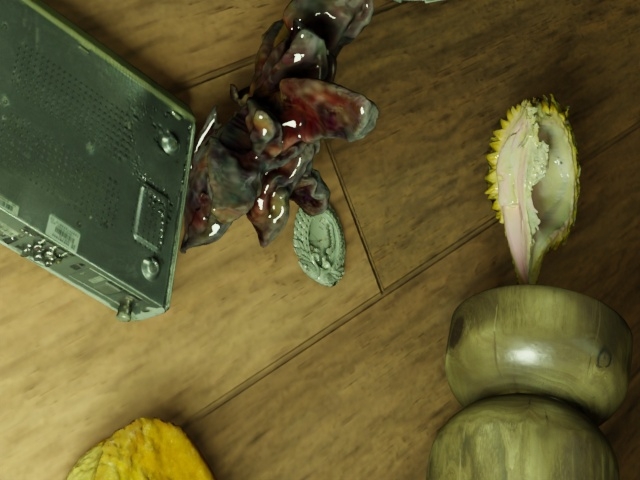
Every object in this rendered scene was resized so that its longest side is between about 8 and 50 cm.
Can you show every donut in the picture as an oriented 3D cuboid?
[{"bbox_3d":[-0.128,0.221,1.264,0.162,0.065,0.178,-39,108,-57],"label":"donut"}]

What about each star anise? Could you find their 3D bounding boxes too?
[{"bbox_3d":[-0.028,-0.104,1.419,0.129,0.212,0.282,20,43,-8],"label":"star anise"}]

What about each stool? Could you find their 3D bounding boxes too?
[{"bbox_3d":[0.190,0.197,1.598,0.179,0.179,0.264,42,48,-37],"label":"stool"}]

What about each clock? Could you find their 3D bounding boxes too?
[{"bbox_3d":[0.000,0.000,1.559,0.074,0.010,0.083,33,52,-42],"label":"clock"}]

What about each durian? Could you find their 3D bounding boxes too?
[{"bbox_3d":[0.214,-0.041,1.811,0.140,0.078,0.224,37,59,-56],"label":"durian"}]

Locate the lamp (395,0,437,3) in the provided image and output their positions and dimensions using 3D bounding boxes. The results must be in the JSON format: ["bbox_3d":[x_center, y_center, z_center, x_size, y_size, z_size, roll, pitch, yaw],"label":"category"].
[{"bbox_3d":[0.097,-0.373,1.740,0.172,0.147,0.227,-7,73,-31],"label":"lamp"}]

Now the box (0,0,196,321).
[{"bbox_3d":[-0.201,-0.073,1.288,0.270,0.045,0.210,36,49,-41],"label":"box"}]
